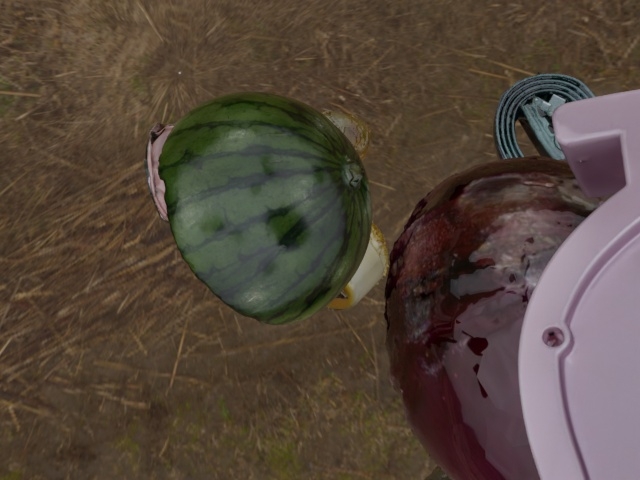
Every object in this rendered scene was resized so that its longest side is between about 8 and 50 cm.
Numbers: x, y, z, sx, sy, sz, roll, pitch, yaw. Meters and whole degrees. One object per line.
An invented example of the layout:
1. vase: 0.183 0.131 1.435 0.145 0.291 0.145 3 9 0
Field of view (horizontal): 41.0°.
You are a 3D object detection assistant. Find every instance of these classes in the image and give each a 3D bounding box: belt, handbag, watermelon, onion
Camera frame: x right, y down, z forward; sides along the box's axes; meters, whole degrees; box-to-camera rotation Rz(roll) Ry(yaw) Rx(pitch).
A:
1. belt: 0.441 -0.185 1.632 0.207 0.116 0.267 -21 83 8
2. handbag: -0.231 -0.122 1.522 0.117 0.179 0.205 -5 139 14
3. watermelon: -0.045 -0.069 1.140 0.331 0.330 0.189 44 124 -14
4. onion: 0.199 0.110 0.686 0.337 0.282 0.260 29 51 -12

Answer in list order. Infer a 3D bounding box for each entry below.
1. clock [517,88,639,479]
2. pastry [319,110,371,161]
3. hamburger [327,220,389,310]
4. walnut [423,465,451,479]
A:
1. clock: 0.215 0.085 0.300 0.290 0.080 0.275 6 74 28
2. pastry: 0.017 -0.179 1.547 0.153 0.153 0.081 8 59 -11
3. hamburger: 0.000 0.000 1.672 0.294 0.276 0.179 45 66 -28
4. walnut: 0.263 0.450 1.482 0.178 0.178 0.230 39 97 -14
